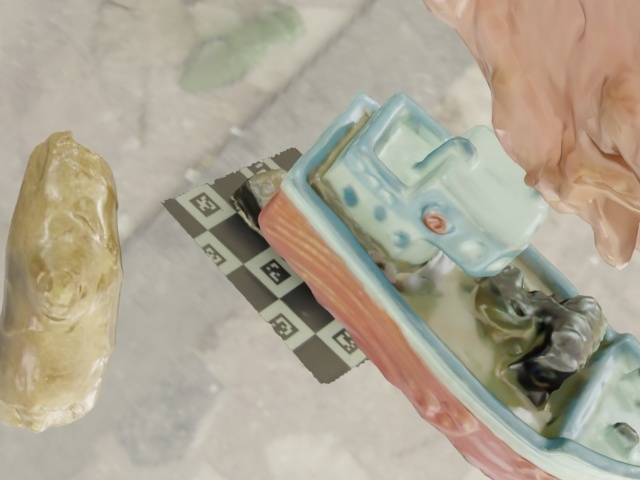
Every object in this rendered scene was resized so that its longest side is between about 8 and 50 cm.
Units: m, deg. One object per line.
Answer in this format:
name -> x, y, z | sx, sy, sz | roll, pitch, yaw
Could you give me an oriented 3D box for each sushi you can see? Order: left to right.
sushi -> 0.000, 0.000, 1.540 | 0.192, 0.215, 0.050 | -27, 158, -48

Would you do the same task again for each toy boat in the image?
toy boat -> 0.123, 0.044, 1.139 | 0.332, 0.133, 0.145 | 46, 43, -6

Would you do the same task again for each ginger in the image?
ginger -> -0.151, 0.031, 1.023 | 0.069, 0.095, 0.190 | -4, 117, -34

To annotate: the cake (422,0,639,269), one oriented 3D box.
cake -> 0.208, -0.102, 0.523 | 0.293, 0.314, 0.307 | -17, 153, -17
